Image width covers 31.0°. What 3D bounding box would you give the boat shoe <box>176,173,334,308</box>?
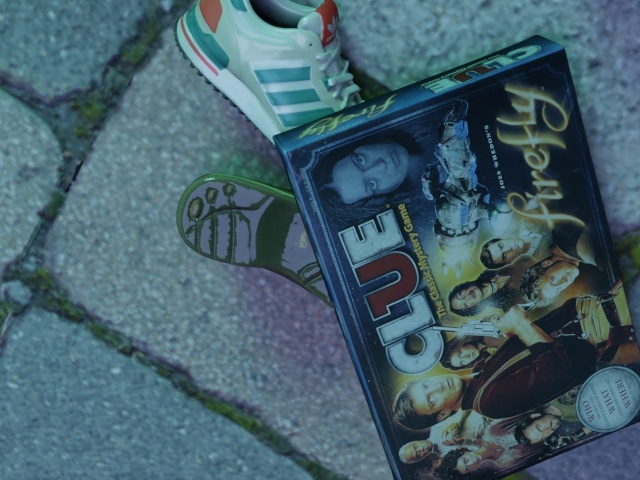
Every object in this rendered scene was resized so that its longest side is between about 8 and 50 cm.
[{"bbox_3d":[0.000,0.000,0.711,0.178,0.060,0.064,21,102,-7],"label":"boat shoe"}]

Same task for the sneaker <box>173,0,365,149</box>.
[{"bbox_3d":[-0.005,-0.094,0.664,0.161,0.057,0.075,42,123,-6],"label":"sneaker"}]

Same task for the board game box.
[{"bbox_3d":[0.089,0.025,0.675,0.165,0.042,0.243,-22,112,-4],"label":"board game box"}]
